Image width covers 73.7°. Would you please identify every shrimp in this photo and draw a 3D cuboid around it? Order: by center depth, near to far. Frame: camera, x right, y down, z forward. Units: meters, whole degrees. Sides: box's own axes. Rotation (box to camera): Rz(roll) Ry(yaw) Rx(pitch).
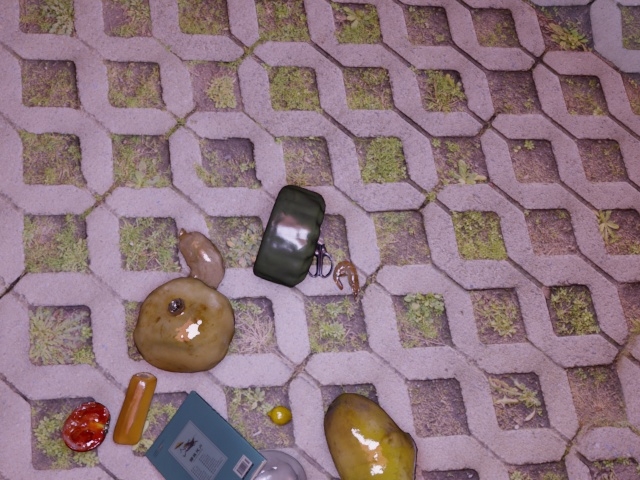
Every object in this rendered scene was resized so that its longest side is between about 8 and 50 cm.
[{"bbox_3d":[0.101,0.160,1.659,0.095,0.045,0.162,-11,82,-8],"label":"shrimp"}]

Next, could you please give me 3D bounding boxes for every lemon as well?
[{"bbox_3d":[-0.145,0.625,1.526,0.092,0.065,0.065,11,77,-2],"label":"lemon"}]

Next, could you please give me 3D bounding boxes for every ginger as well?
[{"bbox_3d":[-0.440,0.068,1.574,0.152,0.138,0.267,-17,86,-4],"label":"ginger"}]

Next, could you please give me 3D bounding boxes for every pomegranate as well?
[{"bbox_3d":[-0.455,0.291,1.439,0.333,0.332,0.332,1,78,-6],"label":"pomegranate"}]

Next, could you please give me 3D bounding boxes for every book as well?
[{"bbox_3d":[-0.389,0.715,1.411,0.379,0.031,0.264,30,74,30],"label":"book"}]

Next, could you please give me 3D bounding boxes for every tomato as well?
[{"bbox_3d":[-0.784,0.636,1.444,0.139,0.091,0.159,9,50,-14],"label":"tomato"}]

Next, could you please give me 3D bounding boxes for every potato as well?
[{"bbox_3d":[0.119,0.703,1.401,0.296,0.290,0.397,41,36,-3],"label":"potato"}]

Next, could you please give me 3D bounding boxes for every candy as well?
[{"bbox_3d":[-0.183,0.851,1.416,0.295,0.185,0.295,6,65,-13],"label":"candy"}]

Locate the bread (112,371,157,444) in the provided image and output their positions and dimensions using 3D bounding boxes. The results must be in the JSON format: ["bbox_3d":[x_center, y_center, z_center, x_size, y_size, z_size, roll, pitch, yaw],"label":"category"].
[{"bbox_3d":[-0.643,0.580,1.477,0.093,0.074,0.239,12,77,1],"label":"bread"}]

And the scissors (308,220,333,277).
[{"bbox_3d":[0.000,0.000,1.694,0.109,0.022,0.300,4,77,-9],"label":"scissors"}]

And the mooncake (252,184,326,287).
[{"bbox_3d":[-0.102,-0.015,1.519,0.194,0.356,0.356,19,77,-7],"label":"mooncake"}]
